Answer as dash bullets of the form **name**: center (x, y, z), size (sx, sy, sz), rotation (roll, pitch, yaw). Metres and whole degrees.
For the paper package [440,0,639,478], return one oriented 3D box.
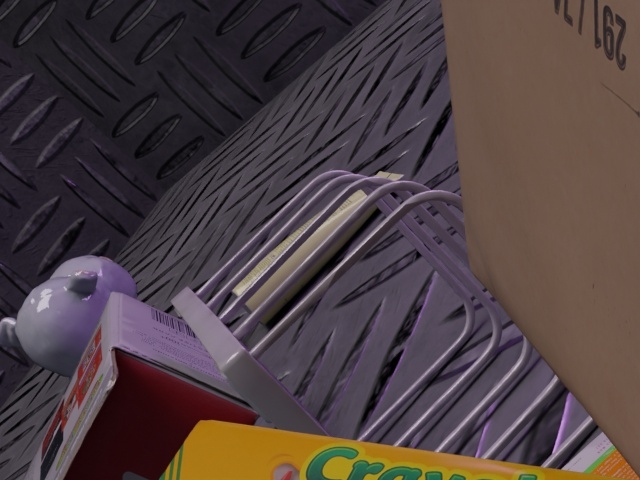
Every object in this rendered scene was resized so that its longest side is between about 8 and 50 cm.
- **paper package**: center (0.163, -0.066, 0.429), size (0.168, 0.309, 0.325), rotation (-12, 26, -9)

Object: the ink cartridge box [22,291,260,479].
- **ink cartridge box**: center (-0.174, 0.226, 1.004), size (0.309, 0.130, 0.272), rotation (-64, 12, 5)

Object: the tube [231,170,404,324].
- **tube**: center (0.000, 0.000, 1.509), size (0.240, 0.062, 0.070), rotation (-43, 55, -8)

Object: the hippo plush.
- **hippo plush**: center (-0.260, 0.152, 1.452), size (0.234, 0.236, 0.294), rotation (-41, 13, 22)

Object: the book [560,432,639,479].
- **book**: center (0.184, 0.108, 0.603), size (0.096, 0.035, 0.144), rotation (-44, 13, -4)

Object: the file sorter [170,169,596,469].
- **file sorter**: center (0.039, 0.069, 0.844), size (0.173, 0.193, 0.278), rotation (-44, 12, -5)

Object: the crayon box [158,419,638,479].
- **crayon box**: center (0.035, 0.170, 0.498), size (0.278, 0.081, 0.165), rotation (2, 41, 32)
